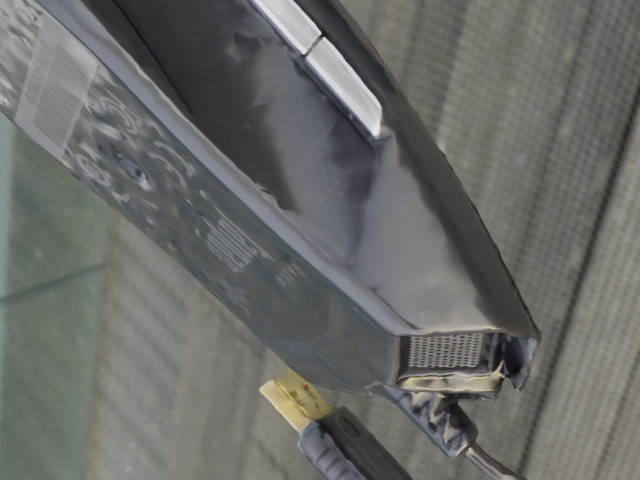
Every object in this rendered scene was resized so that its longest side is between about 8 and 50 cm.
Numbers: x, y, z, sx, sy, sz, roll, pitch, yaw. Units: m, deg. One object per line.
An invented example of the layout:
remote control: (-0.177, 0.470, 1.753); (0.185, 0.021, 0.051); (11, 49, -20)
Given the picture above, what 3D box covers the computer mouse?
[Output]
computer mouse: (0.000, 0.000, 0.445); (0.262, 0.060, 0.184); (41, 163, 3)
